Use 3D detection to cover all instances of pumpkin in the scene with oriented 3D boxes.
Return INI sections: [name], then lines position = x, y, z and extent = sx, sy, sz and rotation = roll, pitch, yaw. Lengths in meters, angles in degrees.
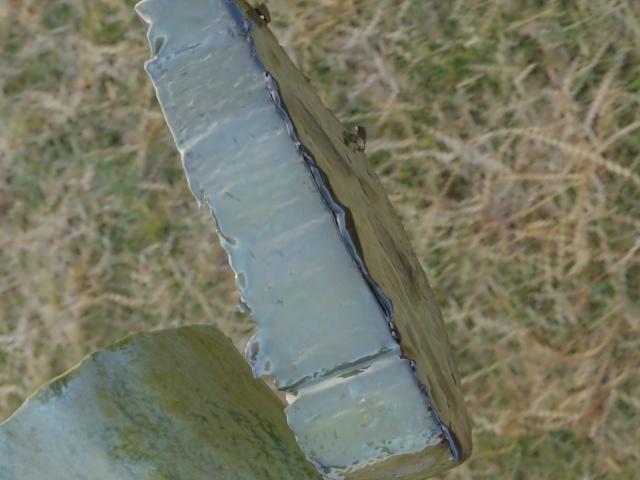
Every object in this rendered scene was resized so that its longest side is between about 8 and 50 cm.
[pumpkin]
position = -0.094, 0.233, 0.986
extent = 0.199, 0.332, 0.332
rotation = 31, 126, 22

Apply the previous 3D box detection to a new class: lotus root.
[lotus root]
position = 0.000, 0.000, 0.797
extent = 0.074, 0.170, 0.260
rotation = -25, 84, 15
